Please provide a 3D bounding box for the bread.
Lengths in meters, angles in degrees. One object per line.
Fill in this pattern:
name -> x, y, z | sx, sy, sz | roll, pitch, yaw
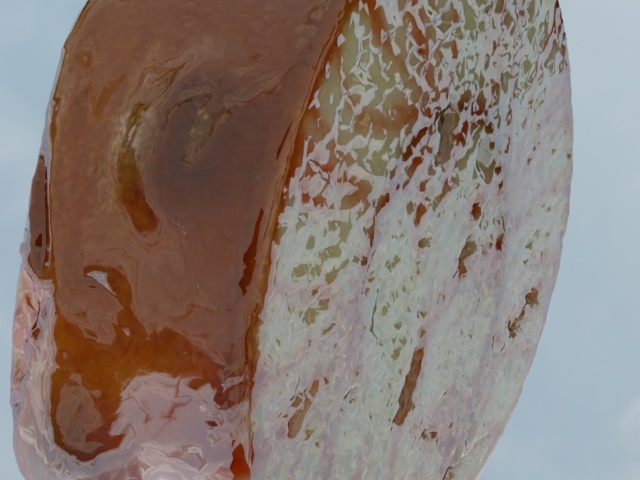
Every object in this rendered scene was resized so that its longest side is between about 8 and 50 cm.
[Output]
bread -> -0.001, -0.003, 0.815 | 0.114, 0.295, 0.327 | 13, -167, 25
